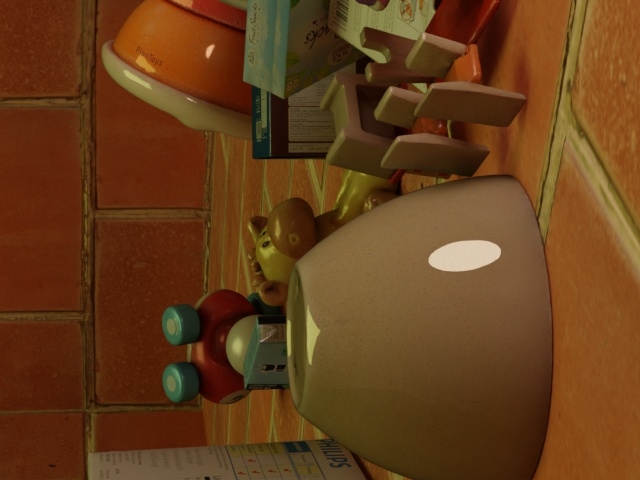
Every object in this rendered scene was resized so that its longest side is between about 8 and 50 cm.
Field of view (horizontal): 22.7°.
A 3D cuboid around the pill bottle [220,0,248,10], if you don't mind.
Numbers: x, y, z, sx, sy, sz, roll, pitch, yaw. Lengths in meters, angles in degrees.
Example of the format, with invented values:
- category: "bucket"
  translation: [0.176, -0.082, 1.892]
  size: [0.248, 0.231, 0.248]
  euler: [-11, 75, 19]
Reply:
- category: "pill bottle"
  translation: [-0.064, -0.426, 1.946]
  size: [0.152, 0.152, 0.272]
  euler: [174, 119, -81]

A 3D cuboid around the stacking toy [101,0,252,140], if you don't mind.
- category: "stacking toy"
  translation: [-0.093, -0.407, 2.359]
  size: [0.350, 0.351, 0.480]
  euler: [-114, 44, -69]

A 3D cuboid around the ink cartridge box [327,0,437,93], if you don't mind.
- category: "ink cartridge box"
  translation: [0.100, -0.306, 1.641]
  size: [0.239, 0.060, 0.275]
  euler: [41, 136, 45]

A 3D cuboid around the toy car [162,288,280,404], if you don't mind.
- category: "toy car"
  translation: [-0.130, 0.206, 2.838]
  size: [0.238, 0.219, 0.210]
  euler: [15, 107, 51]

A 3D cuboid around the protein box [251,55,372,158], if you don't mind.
- category: "protein box"
  translation: [-0.015, -0.209, 2.108]
  size: [0.200, 0.136, 0.201]
  euler: [-168, 78, -81]

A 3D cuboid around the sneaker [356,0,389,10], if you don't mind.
- category: "sneaker"
  translation: [0.015, -0.300, 1.428]
  size: [0.095, 0.105, 0.236]
  euler: [119, 150, -44]

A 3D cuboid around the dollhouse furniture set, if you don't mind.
- category: "dollhouse furniture set"
  translation: [0.106, -0.168, 1.487]
  size: [0.259, 0.135, 0.262]
  euler: [122, 149, -50]

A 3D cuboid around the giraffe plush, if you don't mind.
- category: "giraffe plush"
  translation: [0.000, 0.000, 1.911]
  size: [0.181, 0.170, 0.210]
  euler: [-116, 27, -70]

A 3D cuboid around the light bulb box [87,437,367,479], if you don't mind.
- category: "light bulb box"
  translation: [-0.118, 0.413, 2.070]
  size: [0.358, 0.361, 0.225]
  euler: [-135, 44, -78]

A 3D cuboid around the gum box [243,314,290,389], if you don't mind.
- category: "gum box"
  translation: [-0.013, 0.145, 2.047]
  size: [0.184, 0.157, 0.041]
  euler: [111, 156, -66]

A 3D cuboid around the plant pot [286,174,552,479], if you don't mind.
- category: "plant pot"
  translation: [0.072, 0.083, 1.401]
  size: [0.284, 0.191, 0.284]
  euler: [180, 90, -81]

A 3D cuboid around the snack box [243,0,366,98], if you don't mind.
- category: "snack box"
  translation: [0.004, -0.280, 1.821]
  size: [0.070, 0.207, 0.174]
  euler: [27, 129, 29]
